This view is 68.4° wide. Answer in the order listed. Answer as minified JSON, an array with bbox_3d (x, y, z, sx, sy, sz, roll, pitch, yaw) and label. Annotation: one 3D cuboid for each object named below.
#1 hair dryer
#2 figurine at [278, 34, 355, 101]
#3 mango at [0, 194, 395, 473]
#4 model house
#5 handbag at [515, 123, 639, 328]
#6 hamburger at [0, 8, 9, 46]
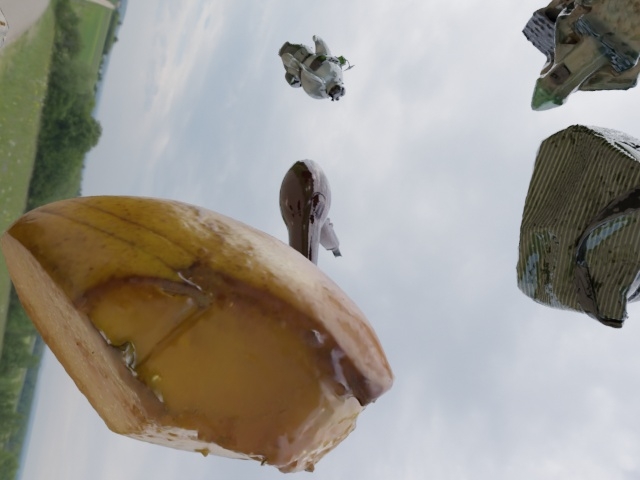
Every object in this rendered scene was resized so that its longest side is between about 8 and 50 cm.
[{"bbox_3d":[0.000,0.000,1.162,0.123,0.340,0.312,-11,-123,15],"label":"hair dryer"},{"bbox_3d":[-0.011,-0.381,1.058,0.192,0.147,0.126,48,-68,20],"label":"figurine"},{"bbox_3d":[-0.118,0.072,0.406,0.201,0.350,0.199,-63,168,12],"label":"mango"},{"bbox_3d":[0.485,-0.383,0.839,0.298,0.243,0.284,-45,173,-36],"label":"model house"},{"bbox_3d":[0.504,-0.024,0.826,0.240,0.248,0.340,34,-53,56],"label":"handbag"},{"bbox_3d":[-0.235,-0.157,0.184,0.282,0.156,0.245,43,-28,47],"label":"hamburger"}]
